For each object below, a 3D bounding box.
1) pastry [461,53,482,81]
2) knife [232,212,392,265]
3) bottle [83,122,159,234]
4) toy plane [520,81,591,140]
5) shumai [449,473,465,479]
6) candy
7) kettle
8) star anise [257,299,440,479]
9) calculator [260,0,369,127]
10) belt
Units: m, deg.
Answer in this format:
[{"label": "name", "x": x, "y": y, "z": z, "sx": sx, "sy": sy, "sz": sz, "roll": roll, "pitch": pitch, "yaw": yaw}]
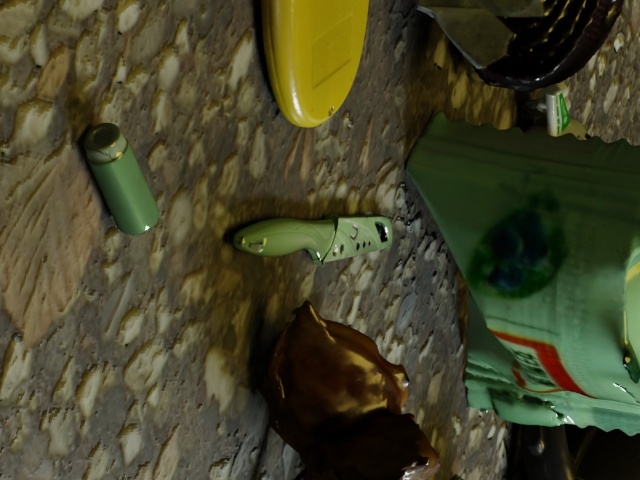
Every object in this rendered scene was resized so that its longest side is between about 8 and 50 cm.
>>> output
[{"label": "pastry", "x": 0.186, "y": -0.223, "z": 1.783, "sx": 0.166, "sy": 0.088, "sz": 0.166, "roll": -30, "pitch": 125, "yaw": -56}, {"label": "knife", "x": -0.002, "y": 0.000, "z": 1.570, "sx": 0.293, "sy": 0.020, "sz": 0.043, "roll": -7, "pitch": 106, "yaw": -65}, {"label": "bottle", "x": -0.130, "y": -0.040, "z": 1.266, "sx": 0.030, "sy": 0.030, "sz": 0.083, "roll": -61, "pitch": 150, "yaw": -32}, {"label": "toy plane", "x": 0.229, "y": -0.075, "z": 1.951, "sx": 0.174, "sy": 0.080, "sz": 0.174, "roll": 11, "pitch": 90, "yaw": -67}, {"label": "shumai", "x": 0.131, "y": 0.308, "z": 1.915, "sx": 0.184, "sy": 0.184, "sz": 0.142, "roll": -38, "pitch": 105, "yaw": -54}, {"label": "candy", "x": 0.230, "y": 0.062, "z": 1.804, "sx": 0.172, "sy": 0.263, "sz": 0.398, "roll": -56, "pitch": 148, "yaw": -26}, {"label": "kettle", "x": 0.321, "y": 0.267, "z": 2.213, "sx": 0.290, "sy": 0.207, "sz": 0.268, "roll": -14, "pitch": 85, "yaw": -53}, {"label": "star anise", "x": 0.020, "y": 0.212, "z": 1.559, "sx": 0.237, "sy": 0.148, "sz": 0.346, "roll": -138, "pitch": -129, "yaw": -68}, {"label": "calculator", "x": -0.001, "y": -0.198, "z": 1.462, "sx": 0.146, "sy": 0.032, "sz": 0.235, "roll": -43, "pitch": 140, "yaw": -51}, {"label": "belt", "x": 0.177, "y": -0.271, "z": 1.624, "sx": 0.164, "sy": 0.184, "sz": 0.289, "roll": -4, "pitch": 105, "yaw": -73}]
